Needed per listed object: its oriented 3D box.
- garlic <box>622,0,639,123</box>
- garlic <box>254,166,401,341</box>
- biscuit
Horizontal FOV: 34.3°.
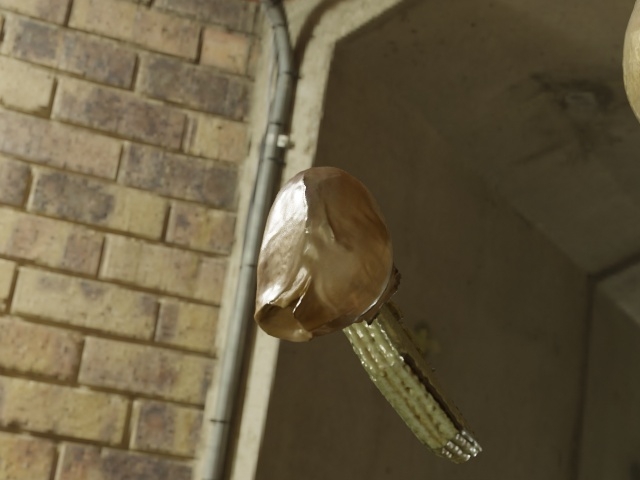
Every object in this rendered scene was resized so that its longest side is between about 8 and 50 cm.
[{"bbox_3d":[0.368,-0.213,0.899,0.249,0.286,0.313,23,19,23],"label":"garlic"},{"bbox_3d":[-0.002,-0.006,0.596,0.084,0.152,0.066,-21,-54,17],"label":"garlic"},{"bbox_3d":[0.061,0.100,1.017,0.052,0.252,0.150,-37,-31,6],"label":"biscuit"}]
